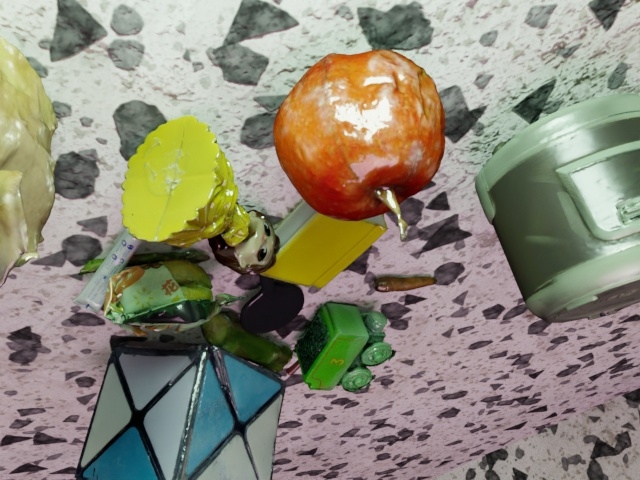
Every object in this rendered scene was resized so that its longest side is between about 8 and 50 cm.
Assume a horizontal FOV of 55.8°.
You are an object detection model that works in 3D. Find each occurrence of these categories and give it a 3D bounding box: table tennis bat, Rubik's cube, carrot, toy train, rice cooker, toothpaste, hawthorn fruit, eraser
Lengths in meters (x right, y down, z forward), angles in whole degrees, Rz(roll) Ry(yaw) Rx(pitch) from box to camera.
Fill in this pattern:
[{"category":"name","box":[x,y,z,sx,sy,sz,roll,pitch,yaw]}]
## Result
[{"category":"table tennis bat","box":[-0.106,0.125,1.286,0.150,0.027,0.236,-22,142,-14]},{"category":"Rubik's cube","box":[-0.287,0.402,1.306,0.310,0.307,0.305,-5,151,29]},{"category":"carrot","box":[0.193,0.097,1.361,0.165,0.036,0.036,-1,142,-22]},{"category":"toy train","box":[0.052,0.259,1.439,0.188,0.132,0.243,10,128,-26]},{"category":"rice cooker","box":[0.446,-0.058,0.987,0.335,0.325,0.335,-13,159,-5]},{"category":"toothpaste","box":[-0.369,0.048,1.070,0.052,0.033,0.218,31,114,-22]},{"category":"table tennis bat","box":[-0.029,0.290,1.534,0.154,0.019,0.098,-44,139,15]},{"category":"hawthorn fruit","box":[0.065,-0.117,0.825,0.242,0.272,0.242,-10,150,-6]},{"category":"eraser","box":[0.000,0.000,1.132,0.158,0.069,0.226,16,135,-36]}]

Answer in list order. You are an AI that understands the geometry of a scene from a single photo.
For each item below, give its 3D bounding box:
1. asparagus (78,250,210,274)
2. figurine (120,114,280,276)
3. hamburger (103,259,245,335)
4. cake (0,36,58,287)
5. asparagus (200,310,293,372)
[{"category":"asparagus","box":[-0.321,0.038,1.110,0.236,0.027,0.034,-5,148,-12]},{"category":"figurine","box":[-0.155,-0.032,0.971,0.168,0.187,0.315,-25,151,12]},{"category":"hamburger","box":[-0.263,0.105,1.116,0.235,0.125,0.214,-15,173,2]},{"category":"cake","box":[-0.471,-0.057,0.687,0.332,0.321,0.332,-11,145,-8]},{"category":"asparagus","box":[-0.155,0.249,1.411,0.082,0.085,0.343,-46,137,2]}]
